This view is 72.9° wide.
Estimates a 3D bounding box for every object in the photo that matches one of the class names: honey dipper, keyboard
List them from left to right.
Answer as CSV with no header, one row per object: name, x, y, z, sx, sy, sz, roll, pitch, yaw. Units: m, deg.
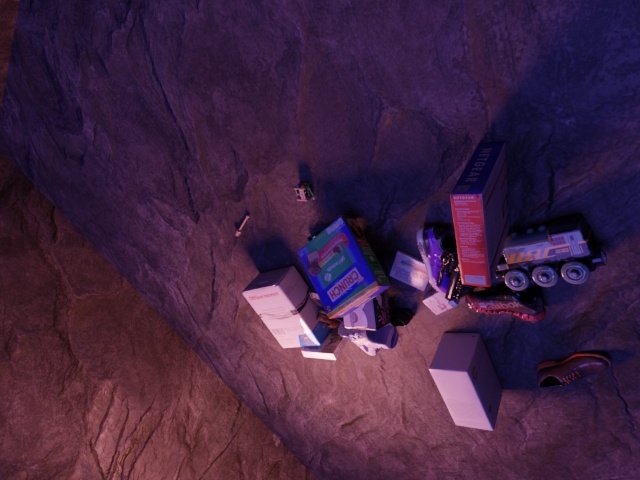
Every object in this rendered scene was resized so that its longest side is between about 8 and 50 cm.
honey dipper,-0.380,-0.076,2.104,0.030,0.030,0.161,40,135,0
keyboard,0.501,0.102,1.548,0.033,0.201,0.318,-117,21,-47

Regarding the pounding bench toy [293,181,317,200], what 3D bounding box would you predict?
pounding bench toy,-0.056,-0.201,1.760,0.083,0.052,0.065,7,127,30

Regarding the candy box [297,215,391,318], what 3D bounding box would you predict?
candy box,0.088,0.109,1.717,0.268,0.122,0.317,-39,67,29

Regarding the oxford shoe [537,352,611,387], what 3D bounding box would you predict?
oxford shoe,0.938,0.495,1.611,0.097,0.098,0.271,44,137,-5

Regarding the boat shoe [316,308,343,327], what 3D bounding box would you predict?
boat shoe,0.053,0.407,2.151,0.177,0.060,0.064,34,158,-20

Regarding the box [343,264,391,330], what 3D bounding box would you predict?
box,0.184,0.237,1.820,0.163,0.142,0.248,-4,93,36

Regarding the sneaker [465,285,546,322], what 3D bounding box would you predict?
sneaker,0.665,0.207,1.565,0.275,0.098,0.135,6,128,28

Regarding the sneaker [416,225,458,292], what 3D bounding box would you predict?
sneaker,0.464,0.074,1.591,0.146,0.102,0.294,-8,119,38

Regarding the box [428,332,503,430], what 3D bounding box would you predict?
box,0.619,0.588,1.822,0.168,0.215,0.346,-9,118,39

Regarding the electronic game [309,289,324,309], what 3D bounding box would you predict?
electronic game,0.047,0.302,2.055,0.229,0.048,0.229,27,162,9

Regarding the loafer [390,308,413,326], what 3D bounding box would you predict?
loafer,0.305,0.354,1.946,0.219,0.078,0.080,-17,114,42

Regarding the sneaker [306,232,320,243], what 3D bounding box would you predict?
sneaker,0.000,0.000,1.882,0.166,0.065,0.076,-17,109,40

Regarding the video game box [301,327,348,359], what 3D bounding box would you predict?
video game box,0.032,0.516,2.190,0.205,0.187,0.048,-7,120,37

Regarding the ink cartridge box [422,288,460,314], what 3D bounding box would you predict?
ink cartridge box,0.486,0.237,1.746,0.088,0.052,0.122,43,138,-4

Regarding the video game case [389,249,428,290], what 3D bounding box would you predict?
video game case,0.369,0.124,1.758,0.157,0.019,0.143,24,135,16

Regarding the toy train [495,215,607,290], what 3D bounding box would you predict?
toy train,0.709,0.042,1.383,0.333,0.142,0.191,-16,102,44

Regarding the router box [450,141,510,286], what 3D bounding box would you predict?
router box,0.483,-0.085,1.279,0.082,0.335,0.302,3,125,33

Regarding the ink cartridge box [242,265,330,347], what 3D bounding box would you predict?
ink cartridge box,-0.165,0.343,2.197,0.285,0.166,0.395,-16,115,41

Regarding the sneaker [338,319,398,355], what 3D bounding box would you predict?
sneaker,0.245,0.438,1.960,0.182,0.128,0.315,42,153,-29
